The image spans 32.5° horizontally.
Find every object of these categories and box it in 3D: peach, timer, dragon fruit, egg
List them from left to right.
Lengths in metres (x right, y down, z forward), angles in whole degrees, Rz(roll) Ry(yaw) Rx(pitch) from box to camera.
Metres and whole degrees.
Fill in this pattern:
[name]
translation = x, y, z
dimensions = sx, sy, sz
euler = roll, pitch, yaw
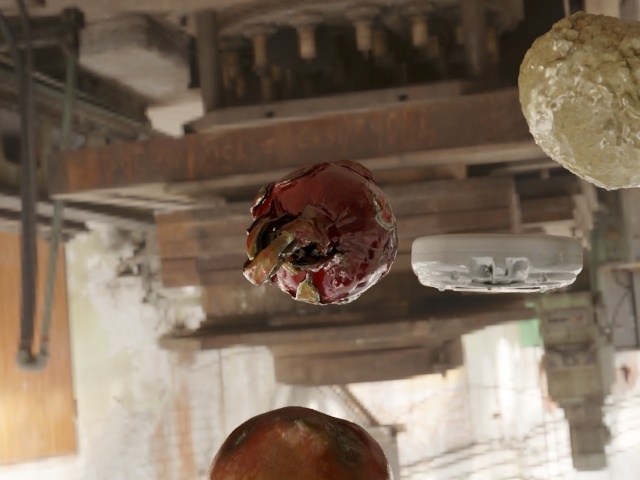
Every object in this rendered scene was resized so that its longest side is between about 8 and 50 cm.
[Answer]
[peach]
translation = -0.027, 0.295, 1.299
dimensions = 0.232, 0.257, 0.232
euler = -1, -150, 0
[dragon fruit]
translation = 0.000, 0.000, 0.646
dimensions = 0.094, 0.094, 0.190
euler = -5, -174, 6
[timer]
translation = 0.272, 0.037, 1.719
dimensions = 0.262, 0.087, 0.237
euler = 0, 176, 6
[egg]
translation = 0.198, -0.093, 0.726
dimensions = 0.140, 0.118, 0.116
euler = 28, 131, -17
